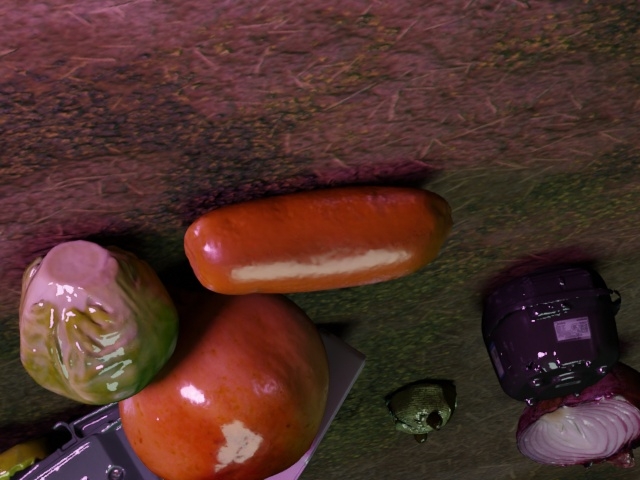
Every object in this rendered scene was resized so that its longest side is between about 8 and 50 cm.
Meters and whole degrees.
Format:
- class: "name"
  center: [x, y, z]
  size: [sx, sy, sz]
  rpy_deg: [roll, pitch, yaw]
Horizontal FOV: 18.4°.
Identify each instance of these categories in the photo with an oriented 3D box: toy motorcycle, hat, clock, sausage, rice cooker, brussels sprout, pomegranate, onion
- class: "toy motorcycle"
  center: [-0.199, 0.267, 2.189]
  size: [0.326, 0.191, 0.200]
  rpy_deg: [-34, 163, 5]
- class: "hat"
  center: [0.121, 0.204, 2.339]
  size: [0.076, 0.059, 0.077]
  rpy_deg: [11, 153, -36]
- class: "clock"
  center: [-0.027, 0.196, 2.113]
  size: [0.063, 0.150, 0.197]
  rpy_deg: [31, 149, 2]
- class: "sausage"
  center: [0.000, 0.000, 1.744]
  size: [0.238, 0.098, 0.098]
  rpy_deg: [-8, 157, -9]
- class: "rice cooker"
  center: [0.243, 0.099, 2.071]
  size: [0.142, 0.118, 0.203]
  rpy_deg: [-11, 161, -5]
- class: "brussels sprout"
  center: [-0.196, 0.076, 1.746]
  size: [0.155, 0.117, 0.155]
  rpy_deg: [-5, 134, -5]
- class: "pomegranate"
  center: [-0.094, 0.140, 1.873]
  size: [0.209, 0.209, 0.209]
  rpy_deg: [-11, 158, -5]
- class: "onion"
  center: [0.328, 0.202, 2.382]
  size: [0.151, 0.098, 0.206]
  rpy_deg: [34, 141, -28]
